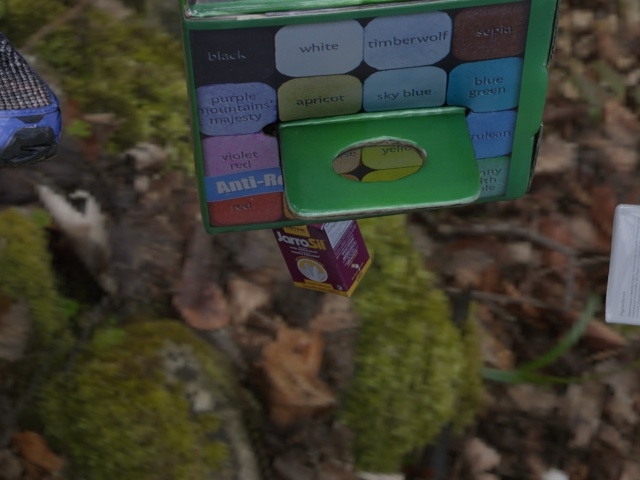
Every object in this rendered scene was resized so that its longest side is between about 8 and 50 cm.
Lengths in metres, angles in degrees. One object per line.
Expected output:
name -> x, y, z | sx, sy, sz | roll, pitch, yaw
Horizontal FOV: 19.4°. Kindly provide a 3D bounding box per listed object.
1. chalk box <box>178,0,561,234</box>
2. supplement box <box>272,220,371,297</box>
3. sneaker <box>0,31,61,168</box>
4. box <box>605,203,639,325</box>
chalk box -> 0.015, -0.122, 0.951 | 0.180, 0.179, 0.289 | -5, 57, -3
supplement box -> 0.000, 0.000, 1.501 | 0.043, 0.055, 0.083 | -56, 142, -32
sneaker -> -0.169, -0.100, 0.690 | 0.083, 0.221, 0.087 | -13, 136, -47
box -> 0.287, 0.021, 1.569 | 0.087, 0.101, 0.102 | 6, 93, 11
